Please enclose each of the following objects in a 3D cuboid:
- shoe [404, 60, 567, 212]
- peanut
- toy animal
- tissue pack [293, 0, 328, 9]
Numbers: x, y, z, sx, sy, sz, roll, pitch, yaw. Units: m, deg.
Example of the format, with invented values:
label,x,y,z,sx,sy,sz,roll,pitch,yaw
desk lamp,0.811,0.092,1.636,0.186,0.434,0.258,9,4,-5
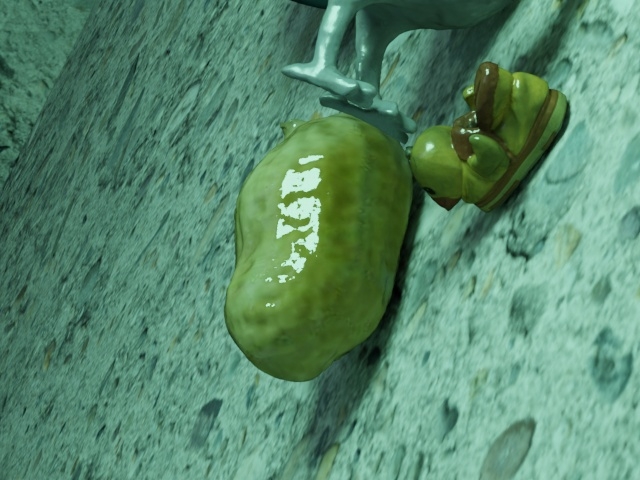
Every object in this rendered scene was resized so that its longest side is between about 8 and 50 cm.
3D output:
label,x,y,z,sx,sy,sz,roll,pitch,yaw
shoe,0.107,-0.070,1.212,0.109,0.069,0.072,-37,27,50
peanut,-0.002,-0.001,1.358,0.129,0.129,0.224,-46,26,50
toy animal,0.037,-0.172,1.247,0.081,0.367,0.206,51,-135,-64
tissue pack,-0.012,-0.324,1.738,0.198,0.206,0.287,-56,18,4
